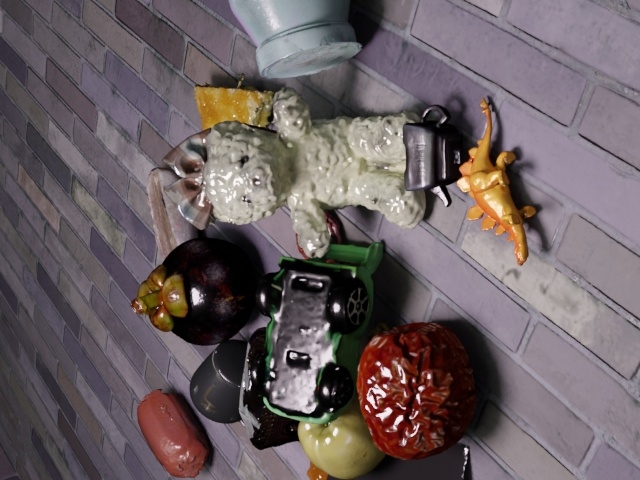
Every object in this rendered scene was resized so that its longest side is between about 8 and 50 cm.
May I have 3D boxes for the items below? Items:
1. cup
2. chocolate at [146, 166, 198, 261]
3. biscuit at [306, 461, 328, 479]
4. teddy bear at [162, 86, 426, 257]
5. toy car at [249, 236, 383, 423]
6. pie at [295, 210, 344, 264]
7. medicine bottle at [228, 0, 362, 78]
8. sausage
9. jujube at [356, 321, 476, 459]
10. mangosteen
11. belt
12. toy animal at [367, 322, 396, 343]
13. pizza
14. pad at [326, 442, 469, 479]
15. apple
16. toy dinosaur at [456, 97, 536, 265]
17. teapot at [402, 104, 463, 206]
[{"bbox_3d":[-0.201,0.358,2.171,0.223,0.169,0.176,45,126,16],"label":"cup"},{"bbox_3d":[-0.376,-0.040,2.336,0.185,0.101,0.303,-27,75,63],"label":"chocolate"},{"bbox_3d":[0.032,0.520,1.989,0.183,0.043,0.280,-46,62,50],"label":"biscuit"},{"bbox_3d":[-0.056,-0.121,1.669,0.375,0.362,0.327,18,114,55],"label":"teddy bear"},{"bbox_3d":[0.001,0.167,1.738,0.214,0.176,0.358,5,88,34],"label":"toy car"},{"bbox_3d":[0.000,0.000,1.903,0.154,0.038,0.153,22,119,47],"label":"pie"},{"bbox_3d":[-0.052,-0.470,1.679,0.245,0.245,0.289,-21,83,53],"label":"medicine bottle"},{"bbox_3d":[-0.413,0.536,2.496,0.279,0.152,0.152,50,135,33],"label":"sausage"},{"bbox_3d":[0.173,0.270,1.609,0.213,0.213,0.232,-8,94,53],"label":"jujube"},{"bbox_3d":[-0.303,0.127,2.111,0.275,0.302,0.274,15,109,51],"label":"mangosteen"},{"bbox_3d":[-0.101,0.327,2.002,0.184,0.164,0.289,34,121,53],"label":"belt"},{"bbox_3d":[0.117,0.228,1.783,0.136,0.073,0.181,35,129,52],"label":"toy animal"},{"bbox_3d":[-0.171,-0.267,2.033,0.288,0.075,0.279,-19,88,51],"label":"pizza"},{"bbox_3d":[0.139,0.485,1.800,0.368,0.007,0.247,9,85,52],"label":"pad"},{"bbox_3d":[0.050,0.384,1.798,0.200,0.200,0.200,18,113,50],"label":"apple"},{"bbox_3d":[0.280,-0.089,1.486,0.117,0.070,0.288,-35,66,51],"label":"toy dinosaur"},{"bbox_3d":[0.206,-0.146,1.551,0.096,0.087,0.177,9,106,47],"label":"teapot"}]
